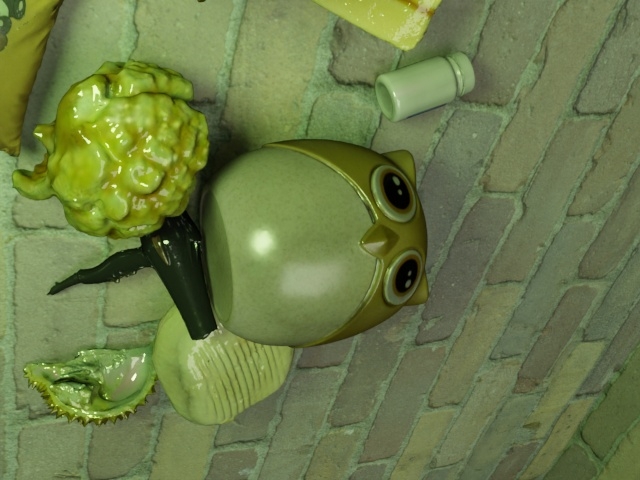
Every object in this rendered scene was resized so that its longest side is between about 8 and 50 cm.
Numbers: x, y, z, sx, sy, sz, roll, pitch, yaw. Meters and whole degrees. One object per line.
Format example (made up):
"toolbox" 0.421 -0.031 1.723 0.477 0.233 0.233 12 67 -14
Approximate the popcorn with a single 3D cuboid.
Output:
"popcorn" -0.333 -0.138 1.206 0.274 0.279 0.335 -2 118 -52

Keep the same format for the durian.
"durian" -0.504 0.325 1.599 0.307 0.172 0.166 0 103 -19

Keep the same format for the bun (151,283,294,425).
"bun" -0.228 0.245 1.638 0.361 0.213 0.361 -21 126 -31

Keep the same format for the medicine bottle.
"medicine bottle" 0.215 -0.318 1.466 0.187 0.102 0.102 -21 135 -12

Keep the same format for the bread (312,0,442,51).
"bread" 0.068 -0.455 1.225 0.264 0.163 0.167 8 124 -33

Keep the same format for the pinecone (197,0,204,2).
"pinecone" -0.140 -0.527 0.908 0.398 0.397 0.397 -15 133 -17

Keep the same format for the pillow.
"pillow" -0.560 -0.290 1.047 0.310 0.119 0.312 10 120 -39

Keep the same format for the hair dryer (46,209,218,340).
"hair dryer" -0.387 0.085 1.431 0.360 0.303 0.120 -18 -179 15

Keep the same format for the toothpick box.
"toothpick box" 0.000 0.000 1.401 0.426 0.409 0.408 -9 131 -20
